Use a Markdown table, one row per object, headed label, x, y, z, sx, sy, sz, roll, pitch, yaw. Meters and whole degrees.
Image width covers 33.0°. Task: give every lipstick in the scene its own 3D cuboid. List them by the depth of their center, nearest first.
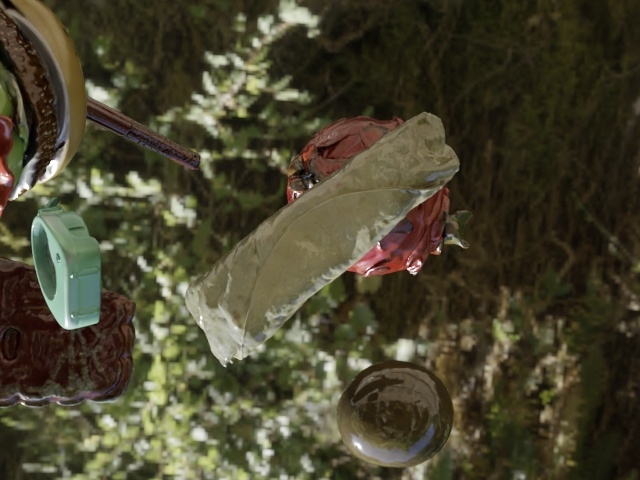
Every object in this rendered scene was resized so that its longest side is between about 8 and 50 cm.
| label | x | y | z | sx | sy | sz | roll | pitch | yaw |
| --- | --- | --- | --- | --- | --- | --- | --- | --- | --- |
| lipstick | -0.204 | -0.120 | 1.235 | 0.176 | 0.027 | 0.027 | 27 | 171 | -42 |

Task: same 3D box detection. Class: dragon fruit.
| label | x | y | z | sx | sy | sz | roll | pitch | yaw |
| --- | --- | --- | --- | --- | --- | --- | --- | --- | --- |
| dragon fruit | 0.053 | -0.049 | 1.144 | 0.209 | 0.172 | 0.172 | 25 | 176 | -32 |

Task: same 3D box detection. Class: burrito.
| label | x | y | z | sx | sy | sz | roll | pitch | yaw |
| --- | --- | --- | --- | --- | --- | --- | --- | --- | --- |
| burrito | 0.000 | 0.000 | 0.892 | 0.275 | 0.082 | 0.059 | -37 | 173 | 15 |

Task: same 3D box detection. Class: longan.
| label | x | y | z | sx | sy | sz | roll | pitch | yaw |
| --- | --- | --- | --- | --- | --- | --- | --- | --- | --- |
| longan | 0.066 | 0.156 | 0.956 | 0.113 | 0.113 | 0.092 | 0 | -132 | -28 |

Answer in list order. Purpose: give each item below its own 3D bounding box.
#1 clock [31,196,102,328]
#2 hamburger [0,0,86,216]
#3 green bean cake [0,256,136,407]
| label | x | y | z | sx | sy | sz | roll | pitch | yaw |
| --- | --- | --- | --- | --- | --- | --- | --- | --- | --- |
| clock | -0.251 | 0.013 | 1.052 | 0.041 | 0.101 | 0.135 | -11 | -141 | -27 |
| hamburger | -0.227 | -0.092 | 0.700 | 0.175 | 0.175 | 0.137 | 11 | -149 | 39 |
| green bean cake | -0.333 | 0.097 | 1.269 | 0.233 | 0.198 | 0.097 | 4 | -178 | -11 |
